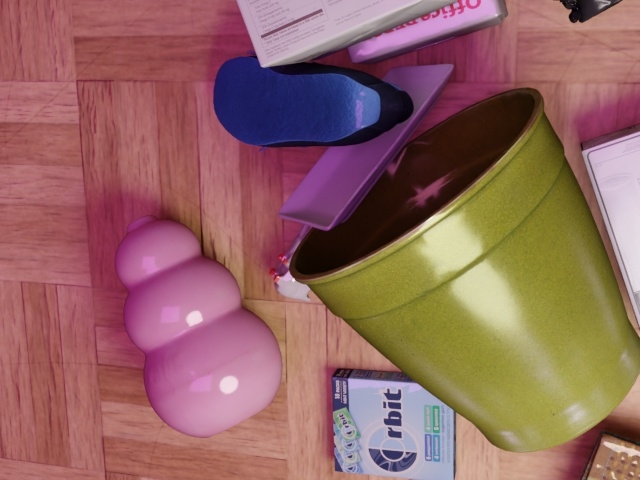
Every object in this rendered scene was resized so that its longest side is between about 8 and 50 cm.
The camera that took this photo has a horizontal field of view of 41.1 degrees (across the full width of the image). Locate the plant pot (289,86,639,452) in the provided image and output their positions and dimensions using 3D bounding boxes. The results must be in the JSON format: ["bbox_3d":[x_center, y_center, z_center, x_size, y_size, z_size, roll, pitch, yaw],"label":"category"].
[{"bbox_3d":[0.210,0.062,1.071,0.366,0.366,0.353,-33,104,20],"label":"plant pot"}]

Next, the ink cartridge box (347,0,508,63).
[{"bbox_3d":[0.105,-0.387,1.092,0.201,0.117,0.278,-15,99,19],"label":"ink cartridge box"}]

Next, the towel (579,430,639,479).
[{"bbox_3d":[0.450,0.460,1.162,0.271,0.040,0.370,17,107,9],"label":"towel"}]

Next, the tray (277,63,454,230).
[{"bbox_3d":[0.062,-0.120,1.108,0.030,0.145,0.270,44,77,-29],"label":"tray"}]

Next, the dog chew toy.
[{"bbox_3d":[-0.195,0.117,1.261,0.206,0.206,0.332,-28,86,20],"label":"dog chew toy"}]

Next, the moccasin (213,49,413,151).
[{"bbox_3d":[-0.019,-0.172,1.137,0.342,0.116,0.138,24,113,47],"label":"moccasin"}]

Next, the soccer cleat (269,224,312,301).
[{"bbox_3d":[0.000,0.000,1.249,0.076,0.068,0.196,27,103,-24],"label":"soccer cleat"}]

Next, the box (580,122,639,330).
[{"bbox_3d":[0.460,-0.013,1.095,0.169,0.087,0.290,-17,98,19],"label":"box"}]

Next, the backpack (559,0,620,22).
[{"bbox_3d":[0.332,-0.375,1.028,0.152,0.115,0.182,-28,93,30],"label":"backpack"}]

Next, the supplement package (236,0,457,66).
[{"bbox_3d":[0.005,-0.357,0.958,0.198,0.199,0.263,-18,97,22],"label":"supplement package"}]

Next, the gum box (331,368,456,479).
[{"bbox_3d":[0.112,0.278,1.289,0.184,0.041,0.157,1,103,15],"label":"gum box"}]
